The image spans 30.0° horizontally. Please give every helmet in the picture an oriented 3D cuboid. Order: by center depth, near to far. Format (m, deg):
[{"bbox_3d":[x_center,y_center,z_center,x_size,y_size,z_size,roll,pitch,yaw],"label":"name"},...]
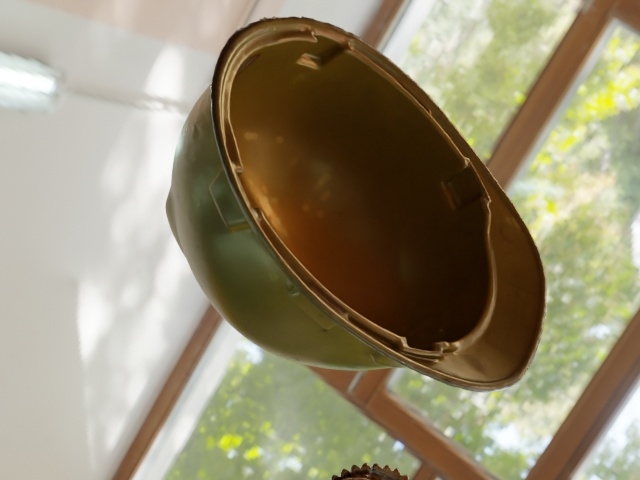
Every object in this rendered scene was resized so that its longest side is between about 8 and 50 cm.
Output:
[{"bbox_3d":[0.000,0.000,0.722,0.257,0.140,0.205,44,-137,-18],"label":"helmet"}]

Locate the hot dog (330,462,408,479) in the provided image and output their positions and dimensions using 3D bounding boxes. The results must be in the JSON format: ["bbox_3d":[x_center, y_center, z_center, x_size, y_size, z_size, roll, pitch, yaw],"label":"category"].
[{"bbox_3d":[0.028,0.296,0.899,0.131,0.253,0.069,7,168,-25],"label":"hot dog"}]
